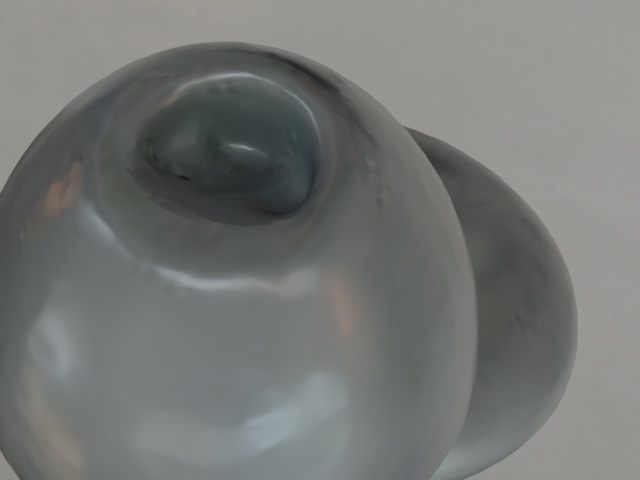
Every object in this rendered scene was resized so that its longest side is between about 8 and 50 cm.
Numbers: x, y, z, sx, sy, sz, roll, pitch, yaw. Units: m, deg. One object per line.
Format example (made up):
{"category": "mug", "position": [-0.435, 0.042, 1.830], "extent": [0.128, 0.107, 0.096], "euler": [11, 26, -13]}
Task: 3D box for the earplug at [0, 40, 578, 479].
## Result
{"category": "earplug", "position": [-0.005, 0.011, 0.553], "extent": [0.214, 0.325, 0.175], "euler": [29, 105, 16]}
